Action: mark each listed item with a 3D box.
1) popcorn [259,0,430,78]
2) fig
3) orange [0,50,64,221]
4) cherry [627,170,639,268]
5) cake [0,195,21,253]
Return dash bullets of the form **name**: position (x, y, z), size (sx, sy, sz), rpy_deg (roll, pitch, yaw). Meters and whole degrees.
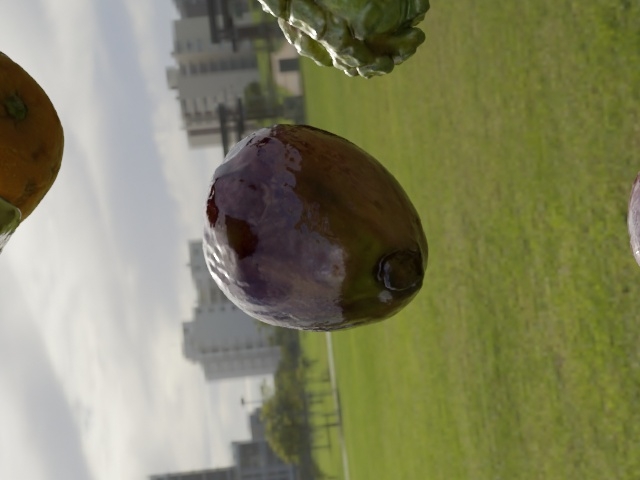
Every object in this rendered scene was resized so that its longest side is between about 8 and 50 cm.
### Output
- **popcorn**: position (0.049, -0.473, 2.141), size (0.335, 0.279, 0.274), rpy_deg (45, -179, -14)
- **fig**: position (-0.006, -0.004, 1.209), size (0.224, 0.263, 0.224), rpy_deg (-56, -9, -14)
- **orange**: position (-0.462, -0.124, 1.392), size (0.261, 0.261, 0.261), rpy_deg (174, 90, -88)
- **cherry**: position (0.443, -0.032, 1.267), size (0.249, 0.175, 0.192), rpy_deg (-57, -12, -25)
- **cake**: position (-0.489, 0.000, 1.002), size (0.332, 0.321, 0.332), rpy_deg (-51, 9, 11)
